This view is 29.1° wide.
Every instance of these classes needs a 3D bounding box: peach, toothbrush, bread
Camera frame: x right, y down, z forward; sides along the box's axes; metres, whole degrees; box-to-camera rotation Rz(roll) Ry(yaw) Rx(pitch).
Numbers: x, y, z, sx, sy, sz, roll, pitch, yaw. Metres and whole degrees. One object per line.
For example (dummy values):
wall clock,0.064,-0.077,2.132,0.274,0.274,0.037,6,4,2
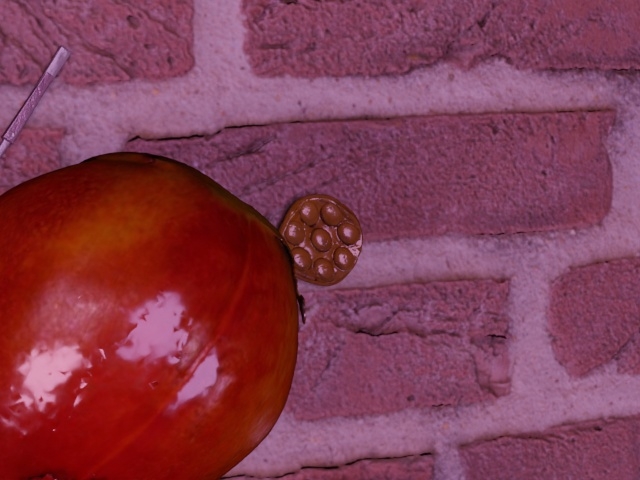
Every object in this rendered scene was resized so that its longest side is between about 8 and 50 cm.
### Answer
peach,-0.197,0.105,1.166,0.370,0.370,0.370,0,89,-24
toothbrush,-0.317,-0.122,1.292,0.014,0.017,0.194,36,73,-25
bread,0.000,0.000,1.426,0.110,0.024,0.110,0,90,-23
